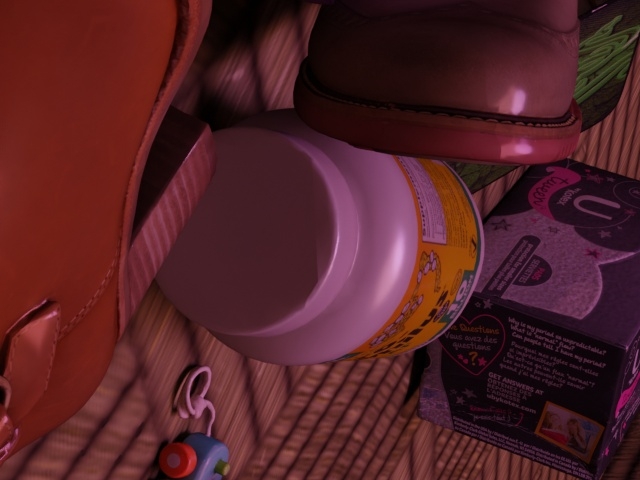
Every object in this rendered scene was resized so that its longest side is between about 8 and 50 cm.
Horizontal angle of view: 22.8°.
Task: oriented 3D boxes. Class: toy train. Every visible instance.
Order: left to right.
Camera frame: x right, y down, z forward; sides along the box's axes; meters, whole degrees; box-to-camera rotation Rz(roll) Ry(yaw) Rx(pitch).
[{"bbox_3d":[-0.083,0.150,0.806,0.166,0.046,0.125,-53,157,-35],"label":"toy train"}]

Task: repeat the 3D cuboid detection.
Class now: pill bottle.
[{"bbox_3d":[0.000,0.000,0.750,0.117,0.117,0.208,-69,162,4],"label":"pill bottle"}]

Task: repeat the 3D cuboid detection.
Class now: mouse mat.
[{"bbox_3d":[0.139,-0.089,1.056,0.190,0.007,0.152,-31,155,-18],"label":"mouse mat"}]

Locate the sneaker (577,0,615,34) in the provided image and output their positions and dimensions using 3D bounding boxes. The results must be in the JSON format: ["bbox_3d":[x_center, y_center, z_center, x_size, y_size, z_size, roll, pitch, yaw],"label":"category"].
[{"bbox_3d":[0.179,-0.208,1.020,0.123,0.106,0.290,-57,160,-36],"label":"sneaker"}]

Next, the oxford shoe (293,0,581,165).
[{"bbox_3d":[0.057,-0.125,0.711,0.348,0.123,0.130,-84,-179,-69],"label":"oxford shoe"}]

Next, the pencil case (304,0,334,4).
[{"bbox_3d":[0.033,-0.196,0.661,0.206,0.086,0.088,-59,150,-22],"label":"pencil case"}]

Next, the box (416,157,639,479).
[{"bbox_3d":[0.202,0.052,1.300,0.247,0.163,0.142,-44,147,-51],"label":"box"}]

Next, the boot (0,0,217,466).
[{"bbox_3d":[-0.131,0.001,0.445,0.220,0.109,0.283,-56,166,-19],"label":"boot"}]
